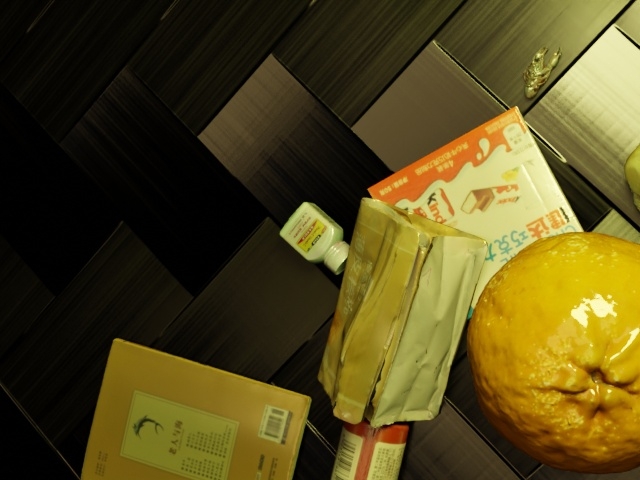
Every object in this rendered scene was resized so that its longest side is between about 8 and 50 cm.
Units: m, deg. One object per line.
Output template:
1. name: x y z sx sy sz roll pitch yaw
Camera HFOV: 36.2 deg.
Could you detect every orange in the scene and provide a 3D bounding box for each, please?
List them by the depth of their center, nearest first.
1. orange: 0.368 0.159 1.353 0.340 0.293 0.341 3 103 12

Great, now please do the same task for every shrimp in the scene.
1. shrimp: 0.340 -0.267 1.529 0.038 0.029 0.092 37 94 24

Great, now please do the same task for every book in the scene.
1. book: -0.222 0.346 1.694 0.389 0.032 0.269 15 91 18

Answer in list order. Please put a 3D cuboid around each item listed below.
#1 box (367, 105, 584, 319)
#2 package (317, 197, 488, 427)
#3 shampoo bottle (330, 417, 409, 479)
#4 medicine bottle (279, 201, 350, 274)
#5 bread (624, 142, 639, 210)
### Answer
1. box: 0.250 -0.030 1.538 0.273 0.048 0.265 -30 80 15
2. package: 0.095 0.115 1.489 0.221 0.165 0.311 23 105 27
3. shampoo bottle: 0.061 0.413 1.557 0.104 0.104 0.278 14 92 18
4. medicine bottle: 0.000 0.000 1.618 0.118 0.055 0.074 43 100 15
5. bread: 0.578 -0.079 1.289 0.210 0.341 0.300 -34 72 -9
